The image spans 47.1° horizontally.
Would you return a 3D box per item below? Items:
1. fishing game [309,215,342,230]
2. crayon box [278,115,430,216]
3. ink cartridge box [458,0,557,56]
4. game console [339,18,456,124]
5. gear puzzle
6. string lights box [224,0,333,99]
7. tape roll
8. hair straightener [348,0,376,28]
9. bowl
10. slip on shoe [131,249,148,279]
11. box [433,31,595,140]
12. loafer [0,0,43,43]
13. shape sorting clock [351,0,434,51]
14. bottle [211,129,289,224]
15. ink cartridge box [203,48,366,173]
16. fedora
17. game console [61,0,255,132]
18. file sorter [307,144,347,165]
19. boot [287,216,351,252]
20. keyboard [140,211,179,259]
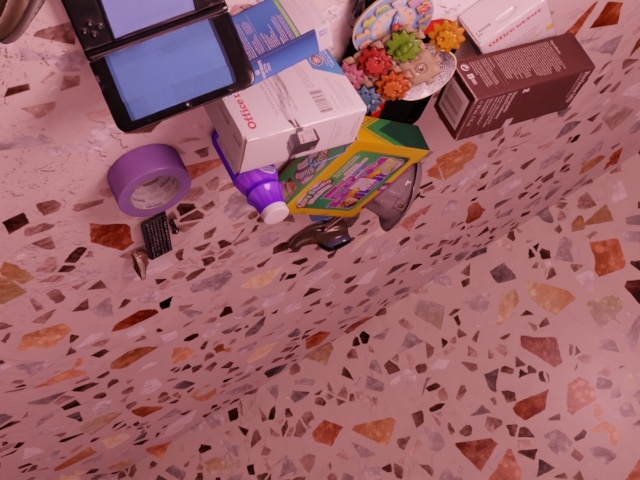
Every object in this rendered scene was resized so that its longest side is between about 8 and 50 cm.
[{"bbox_3d":[0.034,-0.136,2.395,0.189,0.041,0.264,-40,150,3],"label":"fishing game"},{"bbox_3d":[0.082,-0.208,2.132,0.313,0.106,0.363,2,147,-44],"label":"crayon box"},{"bbox_3d":[0.514,-0.564,1.987,0.201,0.117,0.278,-35,156,14],"label":"ink cartridge box"},{"bbox_3d":[0.176,-0.426,1.975,0.342,0.060,0.386,-11,150,-25],"label":"game console"},{"bbox_3d":[0.193,-0.411,1.746,0.339,0.044,0.175,-24,131,27],"label":"gear puzzle"},{"bbox_3d":[-0.120,-0.419,1.539,0.260,0.133,0.076,-27,156,-4],"label":"string lights box"},{"bbox_3d":[-0.420,-0.146,1.808,0.189,0.080,0.189,-24,156,-11],"label":"tape roll"},{"bbox_3d":[0.094,-0.555,1.639,0.089,0.047,0.230,-21,159,-18],"label":"hair straightener"},{"bbox_3d":[0.249,-0.441,1.853,0.170,0.080,0.170,-20,153,-10],"label":"bowl"},{"bbox_3d":[-0.525,0.071,2.163,0.041,0.051,0.135,-33,153,-24],"label":"slip on shoe"},{"bbox_3d":[0.519,-0.414,1.984,0.382,0.143,0.191,-19,157,-17],"label":"box"},{"bbox_3d":[-0.483,-0.428,1.194,0.087,0.094,0.251,30,126,-24],"label":"loafer"},{"bbox_3d":[0.171,-0.504,1.716,0.206,0.040,0.206,-22,155,-11],"label":"shape sorting clock"},{"bbox_3d":[-0.166,-0.168,1.799,0.118,0.282,0.092,2,141,-48],"label":"bottle"},{"bbox_3d":[-0.087,-0.307,1.686,0.308,0.223,0.129,-18,155,-24],"label":"ink cartridge box"},{"bbox_3d":[0.206,-0.172,2.350,0.124,0.243,0.275,18,137,-21],"label":"fedora"},{"bbox_3d":[-0.291,-0.379,1.371,0.293,0.173,0.250,-24,156,-11],"label":"game console"},{"bbox_3d":[-0.017,-0.290,1.853,0.118,0.170,0.104,-23,150,-15],"label":"file sorter"},{"bbox_3d":[0.000,0.000,2.538,0.219,0.106,0.082,-28,156,-5],"label":"boot"},{"bbox_3d":[-0.447,-0.017,2.077,0.108,0.023,0.180,-34,156,-24],"label":"keyboard"}]
